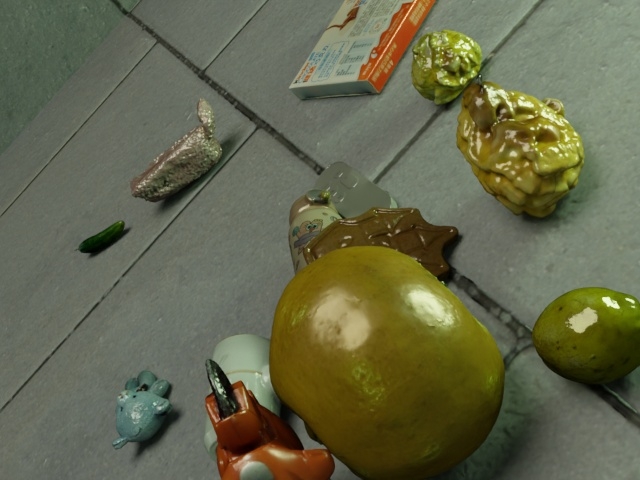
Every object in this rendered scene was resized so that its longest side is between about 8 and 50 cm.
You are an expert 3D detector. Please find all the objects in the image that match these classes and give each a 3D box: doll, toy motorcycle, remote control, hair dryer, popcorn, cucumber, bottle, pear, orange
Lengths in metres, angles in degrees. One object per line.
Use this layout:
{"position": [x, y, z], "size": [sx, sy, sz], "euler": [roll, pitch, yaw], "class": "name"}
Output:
{"position": [-0.312, 0.269, 1.535], "size": [0.120, 0.075, 0.179], "euler": [-41, 33, 6], "class": "doll"}
{"position": [-0.046, 0.278, 0.999], "size": [0.148, 0.325, 0.221], "euler": [-26, 50, -3], "class": "toy motorcycle"}
{"position": [0.055, -0.073, 1.505], "size": [0.077, 0.022, 0.245], "euler": [-50, 31, 2], "class": "remote control"}
{"position": [-0.004, 0.181, 1.249], "size": [0.357, 0.107, 0.173], "euler": [-26, 41, 23], "class": "hair dryer"}
{"position": [0.201, -0.290, 1.481], "size": [0.121, 0.106, 0.116], "euler": [-27, 28, 31], "class": "popcorn"}
{"position": [-0.508, -0.001, 2.102], "size": [0.168, 0.039, 0.039], "euler": [-28, 37, 27], "class": "cucumber"}
{"position": [0.000, 0.000, 1.413], "size": [0.209, 0.097, 0.110], "euler": [-105, 22, -53], "class": "bottle"}
{"position": [0.285, 0.101, 0.955], "size": [0.131, 0.107, 0.107], "euler": [-19, 42, 34], "class": "pear"}
{"position": [0.070, 0.142, 1.019], "size": [0.235, 0.279, 0.279], "euler": [-49, 32, 0], "class": "orange"}
{"position": [0.262, -0.122, 1.202], "size": [0.194, 0.163, 0.140], "euler": [52, 122, 27], "class": "popcorn"}

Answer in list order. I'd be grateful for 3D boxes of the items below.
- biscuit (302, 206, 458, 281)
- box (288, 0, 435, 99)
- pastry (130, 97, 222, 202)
{"position": [0.092, 0.021, 1.267], "size": [0.215, 0.034, 0.182], "euler": [-21, 51, -3], "class": "biscuit"}
{"position": [0.087, -0.401, 1.795], "size": [0.265, 0.048, 0.273], "euler": [9, 64, 54], "class": "box"}
{"position": [-0.299, -0.176, 1.975], "size": [0.265, 0.112, 0.103], "euler": [-45, 23, 19], "class": "pastry"}
